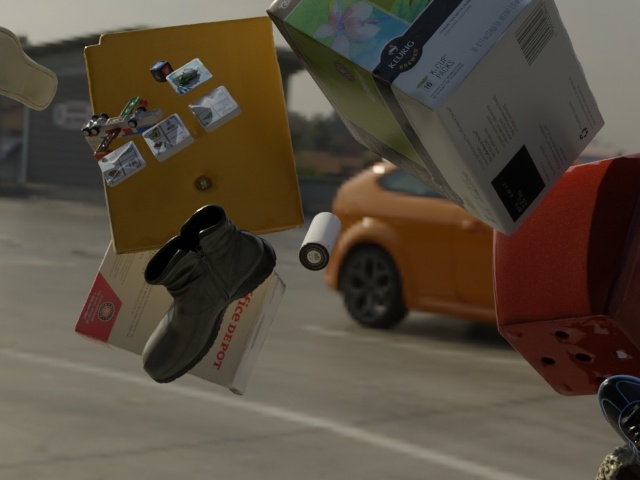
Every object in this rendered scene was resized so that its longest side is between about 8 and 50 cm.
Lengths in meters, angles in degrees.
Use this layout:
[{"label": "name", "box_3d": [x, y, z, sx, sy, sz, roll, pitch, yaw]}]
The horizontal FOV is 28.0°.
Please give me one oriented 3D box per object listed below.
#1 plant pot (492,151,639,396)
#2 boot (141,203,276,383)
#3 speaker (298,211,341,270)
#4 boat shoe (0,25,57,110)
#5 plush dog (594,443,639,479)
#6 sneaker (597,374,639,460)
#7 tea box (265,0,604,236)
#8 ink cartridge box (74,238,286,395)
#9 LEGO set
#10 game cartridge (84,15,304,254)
[{"label": "plant pot", "box_3d": [0.390, 0.069, 1.780, 0.267, 0.236, 0.267, -11, -44, 43]}, {"label": "boot", "box_3d": [-0.179, 0.064, 1.643, 0.083, 0.246, 0.161, 44, 7, 34]}, {"label": "speaker", "box_3d": [0.000, 0.000, 2.228, 0.055, 0.055, 0.136, 4, 24, 8]}, {"label": "boat shoe", "box_3d": [-0.489, -0.272, 1.965, 0.079, 0.095, 0.254, 22, -2, 17]}, {"label": "plush dog", "box_3d": [0.467, 0.377, 1.774, 0.225, 0.262, 0.210, -14, 6, -18]}, {"label": "sneaker", "box_3d": [0.409, 0.237, 1.512, 0.232, 0.081, 0.090, 42, 14, 34]}, {"label": "tea box", "box_3d": [0.157, -0.227, 1.704, 0.323, 0.220, 0.329, 35, -9, 35]}, {"label": "ink cartridge box", "box_3d": [-0.225, 0.110, 2.096, 0.283, 0.207, 0.117, 19, -11, 14]}, {"label": "LEGO set", "box_3d": [-0.205, -0.149, 1.620, 0.182, 0.060, 0.244, -32, 34, -4]}, {"label": "game cartridge", "box_3d": [-0.187, -0.157, 1.900, 0.285, 0.324, 0.052, -8, -5, -12]}]
